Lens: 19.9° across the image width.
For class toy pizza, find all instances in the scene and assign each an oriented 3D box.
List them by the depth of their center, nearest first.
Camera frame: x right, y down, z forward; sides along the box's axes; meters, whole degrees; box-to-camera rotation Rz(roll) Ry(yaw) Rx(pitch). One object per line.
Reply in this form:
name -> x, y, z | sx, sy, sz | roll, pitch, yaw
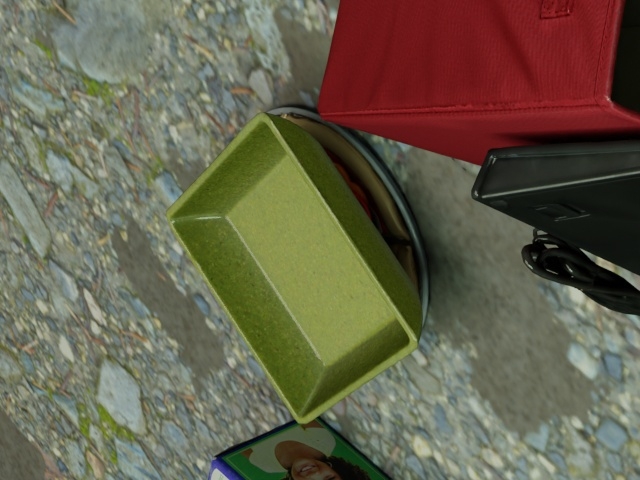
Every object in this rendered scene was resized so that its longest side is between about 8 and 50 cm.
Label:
toy pizza -> 0.000, 0.000, 1.323 | 0.201, 0.032, 0.201 | 34, 139, 36

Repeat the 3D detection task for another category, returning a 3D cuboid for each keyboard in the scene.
keyboard -> 0.201, 0.017, 0.865 | 0.201, 0.317, 0.033 | -8, 64, 52

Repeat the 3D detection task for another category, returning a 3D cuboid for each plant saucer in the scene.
plant saucer -> -0.011, 0.016, 1.278 | 0.188, 0.045, 0.188 | 56, 146, 5

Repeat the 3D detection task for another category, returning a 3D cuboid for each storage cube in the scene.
storage cube -> 0.137, -0.126, 0.835 | 0.193, 0.215, 0.183 | 2, 81, 53

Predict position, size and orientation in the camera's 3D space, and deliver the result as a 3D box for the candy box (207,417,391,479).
candy box -> 0.036, 0.337, 1.424 | 0.317, 0.122, 0.268 | 36, 131, 30
